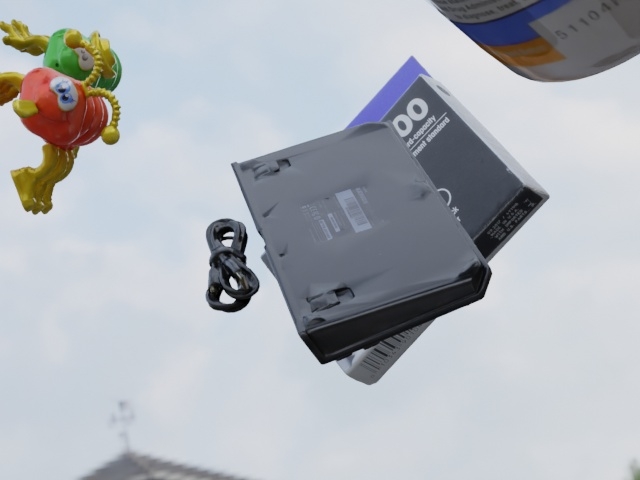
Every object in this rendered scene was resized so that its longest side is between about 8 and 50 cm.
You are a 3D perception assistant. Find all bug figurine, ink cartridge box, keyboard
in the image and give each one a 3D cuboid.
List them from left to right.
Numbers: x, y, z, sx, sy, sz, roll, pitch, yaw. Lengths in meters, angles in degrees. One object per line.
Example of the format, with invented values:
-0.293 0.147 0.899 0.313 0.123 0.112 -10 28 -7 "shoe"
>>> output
-0.171 -0.157 0.925 0.072 0.279 0.216 -22 0 4 "bug figurine"
0.000 0.000 0.701 0.108 0.180 0.023 -17 -64 -4 "keyboard"
0.048 -0.026 1.313 0.206 0.208 0.045 -48 -41 11 "ink cartridge box"

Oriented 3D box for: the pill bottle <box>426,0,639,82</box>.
0.030 -0.190 0.580 0.272 0.152 0.152 36 -48 -26 "pill bottle"
